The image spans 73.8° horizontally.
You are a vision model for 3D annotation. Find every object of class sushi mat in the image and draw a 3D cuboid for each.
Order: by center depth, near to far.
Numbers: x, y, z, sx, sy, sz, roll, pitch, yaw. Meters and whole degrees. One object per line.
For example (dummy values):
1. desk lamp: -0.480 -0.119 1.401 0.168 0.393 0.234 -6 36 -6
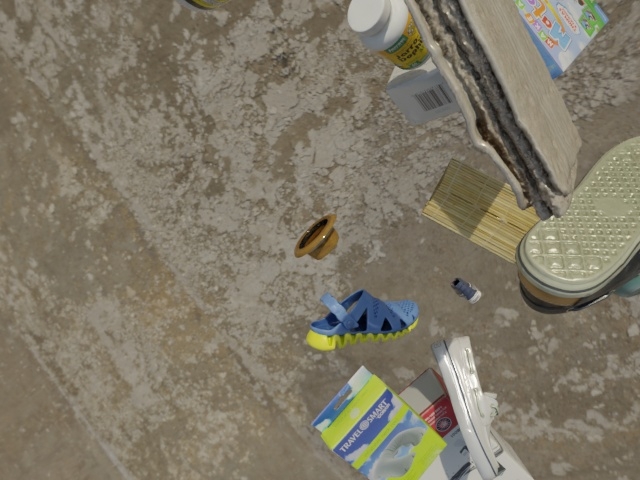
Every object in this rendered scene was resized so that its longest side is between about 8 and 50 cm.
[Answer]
1. sushi mat: 0.394 -0.045 0.934 0.317 0.019 0.151 30 114 8

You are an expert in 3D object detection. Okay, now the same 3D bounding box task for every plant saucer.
1. plant saucer: 0.626 0.080 0.819 0.119 0.120 0.021 -41 57 31

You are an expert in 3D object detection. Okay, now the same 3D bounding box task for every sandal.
1. sandal: 0.117 0.191 1.112 0.126 0.318 0.138 -156 62 -66

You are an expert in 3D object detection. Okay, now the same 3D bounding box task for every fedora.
1. fedora: 0.000 0.000 1.382 0.194 0.194 0.079 -34 110 31

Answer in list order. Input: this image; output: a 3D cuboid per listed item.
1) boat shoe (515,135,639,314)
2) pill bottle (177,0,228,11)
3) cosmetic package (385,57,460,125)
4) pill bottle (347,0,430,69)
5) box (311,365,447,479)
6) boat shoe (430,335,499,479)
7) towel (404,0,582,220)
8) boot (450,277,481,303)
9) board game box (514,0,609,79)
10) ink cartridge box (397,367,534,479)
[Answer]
1. boat shoe: 0.534 -0.039 0.756 0.187 0.501 0.155 45 161 35
2. pill bottle: -0.165 -0.602 0.844 0.334 0.188 0.187 -1 108 36
3. cosmetic package: 0.352 -0.522 1.170 0.217 0.384 0.156 -8 141 45
4. pill bottle: 0.153 -0.452 0.912 0.118 0.209 0.117 0 90 40
5. box: 0.085 0.266 0.584 0.109 0.042 0.178 -47 114 -8
6. boat shoe: 0.256 0.269 0.703 0.076 0.083 0.226 -21 76 10
7. towel: 0.164 -0.168 0.399 0.049 0.187 0.282 -23 104 41
8. boot: 0.490 0.159 1.481 0.086 0.190 0.069 39 92 2
9. board game box: 0.351 -0.354 0.657 0.160 0.211 0.039 49 152 -6
10. ink cartridge box: 0.255 0.431 0.866 0.197 0.114 0.273 -44 100 7
